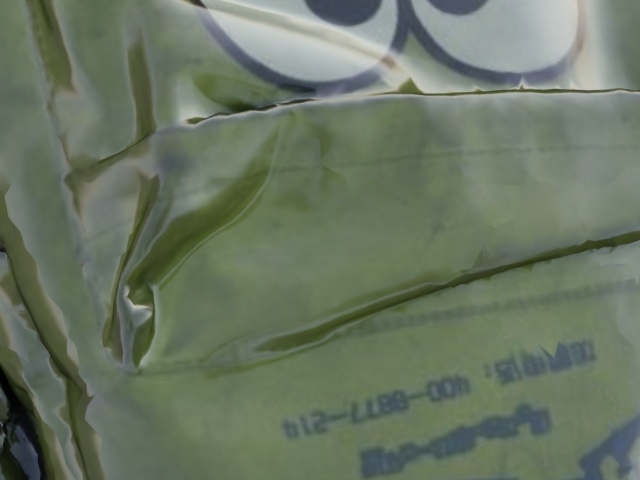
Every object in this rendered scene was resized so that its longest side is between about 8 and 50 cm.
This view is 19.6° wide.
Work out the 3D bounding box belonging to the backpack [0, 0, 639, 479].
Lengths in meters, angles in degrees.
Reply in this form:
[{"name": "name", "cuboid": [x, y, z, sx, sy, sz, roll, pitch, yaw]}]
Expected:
[{"name": "backpack", "cuboid": [0.000, 0.000, 0.424, 0.207, 0.140, 0.253, -10, 77, -23]}]
